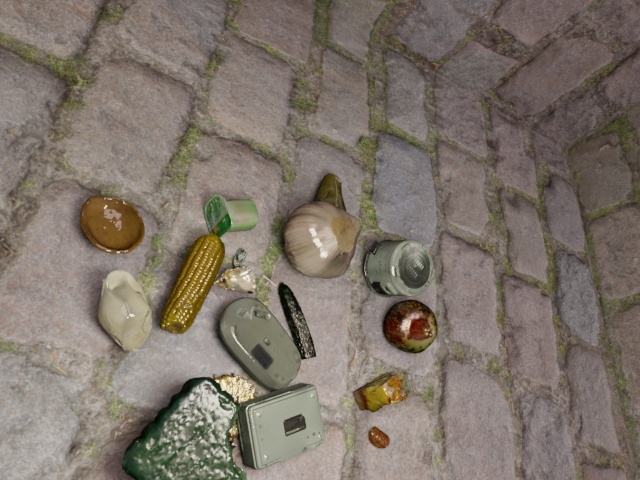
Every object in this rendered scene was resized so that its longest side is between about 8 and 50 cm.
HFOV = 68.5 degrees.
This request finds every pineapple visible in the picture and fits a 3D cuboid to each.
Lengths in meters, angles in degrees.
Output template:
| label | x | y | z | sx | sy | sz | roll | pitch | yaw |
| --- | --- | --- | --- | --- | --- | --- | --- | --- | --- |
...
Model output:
| label | x | y | z | sx | sy | sz | roll | pitch | yaw |
| --- | --- | --- | --- | --- | --- | --- | --- | --- | --- |
| pineapple | -0.285 | 0.502 | 1.430 | 0.222 | 0.047 | 0.221 | 13 | 60 | -25 |
| pineapple | 0.217 | 0.537 | 1.663 | 0.114 | 0.186 | 0.236 | 68 | 10 | 18 |

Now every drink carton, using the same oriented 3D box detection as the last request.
| label | x | y | z | sx | sy | sz | roll | pitch | yaw |
| --- | --- | --- | --- | --- | --- | --- | --- | --- | --- |
| drink carton | -0.311 | -0.090 | 1.673 | 0.143 | 0.146 | 0.143 | -9 | 71 | -43 |

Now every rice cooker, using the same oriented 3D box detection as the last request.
| label | x | y | z | sx | sy | sz | roll | pitch | yaw |
| --- | --- | --- | --- | --- | --- | --- | --- | --- | --- |
| rice cooker | 0.309 | 0.112 | 1.890 | 0.280 | 0.227 | 0.241 | 46 | 67 | -21 |

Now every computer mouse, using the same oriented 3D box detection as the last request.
| label | x | y | z | sx | sy | sz | roll | pitch | yaw |
| --- | --- | --- | --- | --- | --- | --- | --- | --- | --- |
| computer mouse | -0.200 | 0.337 | 1.543 | 0.197 | 0.095 | 0.330 | -42 | 99 | -38 |

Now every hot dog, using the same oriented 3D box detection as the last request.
| label | x | y | z | sx | sy | sz | roll | pitch | yaw |
| --- | --- | --- | --- | --- | --- | --- | --- | --- | --- |
| hot dog | 0.203 | 0.688 | 1.641 | 0.083 | 0.035 | 0.058 | 40 | 52 | -8 |

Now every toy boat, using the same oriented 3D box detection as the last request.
| label | x | y | z | sx | sy | sz | roll | pitch | yaw |
| --- | --- | --- | --- | --- | --- | --- | --- | --- | --- |
| toy boat | -0.286 | 0.063 | 1.667 | 0.038 | 0.038 | 0.083 | 32 | 52 | -14 |

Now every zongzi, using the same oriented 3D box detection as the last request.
| label | x | y | z | sx | sy | sz | roll | pitch | yaw |
| --- | --- | --- | --- | --- | --- | --- | --- | --- | --- |
| zongzi | 0.078 | -0.171 | 1.981 | 0.205 | 0.094 | 0.204 | 32 | 53 | -19 |

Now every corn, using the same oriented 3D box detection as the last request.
| label | x | y | z | sx | sy | sz | roll | pitch | yaw |
| --- | --- | --- | --- | --- | --- | --- | --- | --- | --- |
| corn | -0.405 | 0.129 | 1.508 | 0.121 | 0.120 | 0.363 | 30 | 55 | -16 |

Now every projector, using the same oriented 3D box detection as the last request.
| label | x | y | z | sx | sy | sz | roll | pitch | yaw |
| --- | --- | --- | --- | --- | --- | --- | --- | --- | --- |
| projector | -0.114 | 0.564 | 1.439 | 0.257 | 0.099 | 0.191 | -6 | 83 | -38 |

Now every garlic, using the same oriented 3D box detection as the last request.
| label | x | y | z | sx | sy | sz | roll | pitch | yaw |
| --- | --- | --- | --- | --- | --- | --- | --- | --- | --- |
| garlic | 0.000 | 0.000 | 1.747 | 0.318 | 0.260 | 0.316 | 15 | 72 | -52 |

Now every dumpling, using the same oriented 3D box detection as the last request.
| label | x | y | z | sx | sy | sz | roll | pitch | yaw |
| --- | --- | --- | --- | --- | --- | --- | --- | --- | --- |
| dumpling | -0.561 | 0.206 | 1.382 | 0.215 | 0.126 | 0.166 | 51 | 24 | 12 |

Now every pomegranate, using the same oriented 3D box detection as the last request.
| label | x | y | z | sx | sy | sz | roll | pitch | yaw |
| --- | --- | --- | --- | --- | --- | --- | --- | --- | --- |
| pomegranate | 0.355 | 0.334 | 1.792 | 0.215 | 0.248 | 0.214 | 0 | 91 | -12 |

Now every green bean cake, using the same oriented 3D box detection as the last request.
| label | x | y | z | sx | sy | sz | roll | pitch | yaw |
| --- | --- | --- | --- | --- | --- | --- | --- | --- | --- |
| green bean cake | -0.324 | 0.565 | 1.270 | 0.308 | 0.169 | 0.300 | 45 | 65 | -4 |

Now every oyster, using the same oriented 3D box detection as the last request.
| label | x | y | z | sx | sy | sz | roll | pitch | yaw |
| --- | --- | --- | --- | --- | --- | --- | --- | --- | --- |
| oyster | -0.280 | 0.143 | 1.622 | 0.122 | 0.045 | 0.146 | 44 | 44 | -1 |

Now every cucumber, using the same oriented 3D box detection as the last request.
| label | x | y | z | sx | sy | sz | roll | pitch | yaw |
| --- | --- | --- | --- | --- | --- | --- | --- | --- | --- |
| cucumber | -0.087 | 0.278 | 1.661 | 0.068 | 0.067 | 0.293 | -9 | 70 | -35 |

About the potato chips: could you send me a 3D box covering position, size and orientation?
| label | x | y | z | sx | sy | sz | roll | pitch | yaw |
| --- | --- | --- | --- | --- | --- | --- | --- | --- | --- |
| potato chips | -0.658 | -0.044 | 1.476 | 0.208 | 0.062 | 0.195 | 38 | 46 | -7 |
